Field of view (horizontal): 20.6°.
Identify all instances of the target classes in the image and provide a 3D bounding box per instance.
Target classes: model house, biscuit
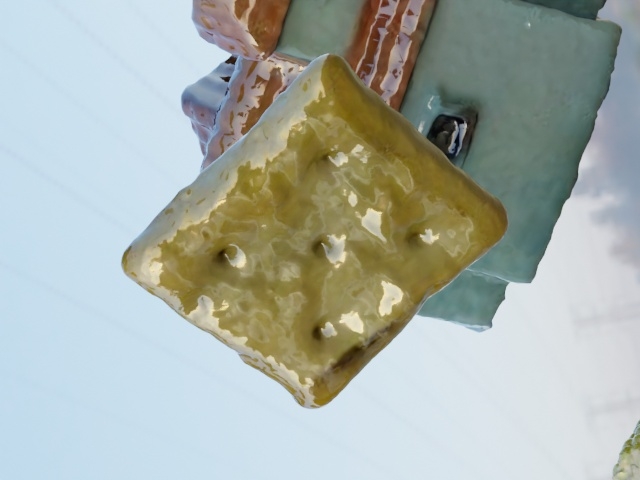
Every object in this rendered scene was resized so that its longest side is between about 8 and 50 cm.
[{"bbox_3d":[-0.005,-0.111,1.177,0.329,0.252,0.295,7,-74,-45],"label":"model house"},{"bbox_3d":[0.000,0.000,0.479,0.081,0.083,0.018,41,-170,-32],"label":"biscuit"}]

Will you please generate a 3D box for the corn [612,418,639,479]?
[{"bbox_3d":[0.259,0.106,1.108,0.248,0.081,0.081,-34,-66,-49],"label":"corn"}]
